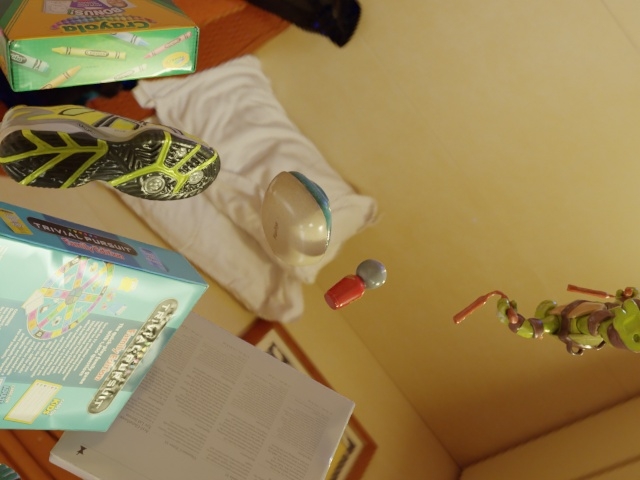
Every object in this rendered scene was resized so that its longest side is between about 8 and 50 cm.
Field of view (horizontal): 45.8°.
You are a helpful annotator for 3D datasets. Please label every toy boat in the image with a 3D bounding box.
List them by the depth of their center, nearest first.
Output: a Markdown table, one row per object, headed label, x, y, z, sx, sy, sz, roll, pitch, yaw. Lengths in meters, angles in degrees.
| label | x | y | z | sx | sy | sz | roll | pitch | yaw |
| --- | --- | --- | --- | --- | --- | --- | --- | --- | --- |
| toy boat | 0.000 | 0.000 | 1.653 | 0.148 | 0.318 | 0.267 | -33 | 164 | -24 |

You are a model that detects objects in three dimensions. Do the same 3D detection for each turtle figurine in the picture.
| label | x | y | z | sx | sy | sz | roll | pitch | yaw |
| --- | --- | --- | --- | --- | --- | --- | --- | --- | --- |
| turtle figurine | 0.321 | 0.100 | 0.939 | 0.270 | 0.087 | 0.217 | -2 | 177 | -22 |

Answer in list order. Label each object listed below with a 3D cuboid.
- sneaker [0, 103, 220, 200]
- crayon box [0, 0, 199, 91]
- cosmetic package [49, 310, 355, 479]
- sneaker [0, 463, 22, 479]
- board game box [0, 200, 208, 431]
| label | x | y | z | sx | sy | sz | roll | pitch | yaw |
| --- | --- | --- | --- | --- | --- | --- | --- | --- | --- |
| sneaker | -0.349 | -0.168 | 1.297 | 0.385 | 0.147 | 0.145 | 8 | 127 | -36 |
| crayon box | -0.345 | -0.310 | 1.139 | 0.279 | 0.165 | 0.081 | -14 | 135 | -30 |
| cosmetic package | -0.172 | 0.294 | 1.167 | 0.284 | 0.377 | 0.097 | -63 | -173 | -32 |
| sneaker | -0.579 | 0.436 | 1.309 | 0.224 | 0.098 | 0.083 | 22 | -152 | 37 |
| board game box | -0.329 | 0.100 | 0.879 | 0.253 | 0.079 | 0.336 | -54 | 145 | 10 |
